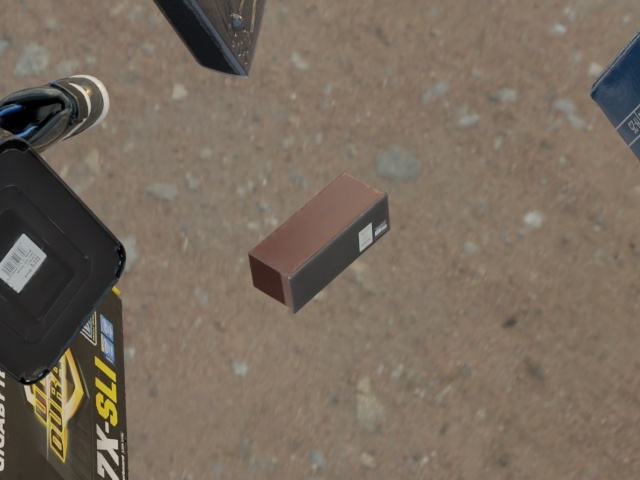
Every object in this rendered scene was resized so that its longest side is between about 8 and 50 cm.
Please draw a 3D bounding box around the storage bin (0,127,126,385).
[{"bbox_3d":[-0.226,0.003,0.990,0.084,0.180,0.122,27,74,31],"label":"storage bin"}]

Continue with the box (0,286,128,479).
[{"bbox_3d":[-0.268,0.136,1.343,0.079,0.257,0.322,-17,55,13],"label":"box"}]

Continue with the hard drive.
[{"bbox_3d":[-0.093,-0.280,1.238,0.054,0.172,0.255,-6,57,22],"label":"hard drive"}]

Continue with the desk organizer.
[{"bbox_3d":[0.000,0.000,1.274,0.050,0.047,0.130,30,55,31],"label":"desk organizer"}]

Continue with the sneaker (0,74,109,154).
[{"bbox_3d":[-0.340,-0.115,1.558,0.216,0.121,0.079,-27,91,18],"label":"sneaker"}]

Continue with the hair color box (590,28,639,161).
[{"bbox_3d":[0.306,0.007,0.694,0.174,0.105,0.347,-34,84,-10],"label":"hair color box"}]
